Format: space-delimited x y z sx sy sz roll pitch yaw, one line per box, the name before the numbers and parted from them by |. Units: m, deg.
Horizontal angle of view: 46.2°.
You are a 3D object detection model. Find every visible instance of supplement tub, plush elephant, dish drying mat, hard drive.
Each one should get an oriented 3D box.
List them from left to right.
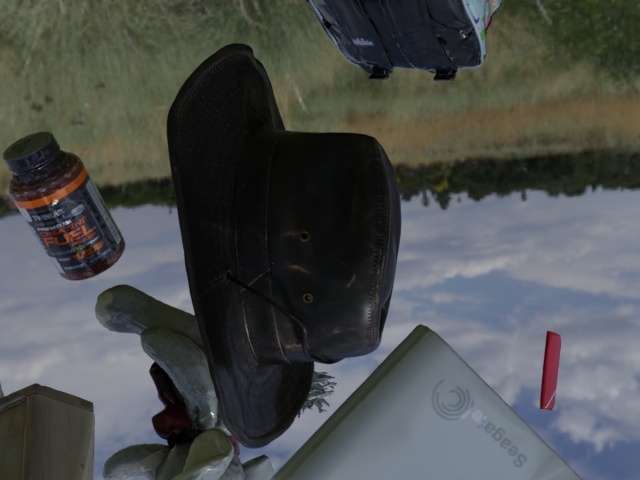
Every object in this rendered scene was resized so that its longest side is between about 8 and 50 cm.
supplement tub | -0.354 -0.048 1.028 0.106 0.198 0.106 -14 -146 10
plush elephant | -0.168 0.256 0.998 0.330 0.255 0.272 13 149 23
hard drive | 0.024 0.229 0.425 0.307 0.203 0.040 -45 -177 -5
dish drying mat | 0.248 0.141 0.810 0.008 0.083 0.032 2 168 42

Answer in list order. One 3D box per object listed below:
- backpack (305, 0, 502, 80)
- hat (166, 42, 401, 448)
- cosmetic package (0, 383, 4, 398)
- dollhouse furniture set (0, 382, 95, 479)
backpack | 0.090 -0.324 0.878 0.225 0.191 0.253 10 169 29
hat | 0.000 0.000 0.618 0.133 0.331 0.331 -5 -174 17
cosmetic package | -0.489 0.196 0.861 0.184 0.151 0.151 -50 -148 -7
dollhouse furniture set | -0.343 0.197 0.468 0.362 0.257 0.394 -26 144 20
